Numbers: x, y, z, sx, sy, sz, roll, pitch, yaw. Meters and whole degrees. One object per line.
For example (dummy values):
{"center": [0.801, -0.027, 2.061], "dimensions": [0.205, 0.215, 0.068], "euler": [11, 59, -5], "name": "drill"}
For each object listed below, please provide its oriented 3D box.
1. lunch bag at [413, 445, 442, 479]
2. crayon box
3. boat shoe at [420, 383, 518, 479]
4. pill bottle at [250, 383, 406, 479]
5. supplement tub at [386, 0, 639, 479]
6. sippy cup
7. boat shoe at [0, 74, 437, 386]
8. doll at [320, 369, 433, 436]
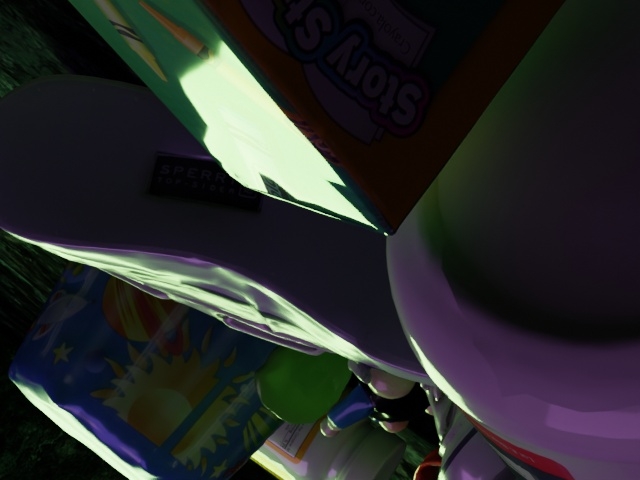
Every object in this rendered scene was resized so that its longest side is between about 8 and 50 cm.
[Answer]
{"center": [0.174, 0.253, 1.150], "dimensions": [0.258, 0.120, 0.293], "euler": [46, 144, 4], "name": "lunch bag"}
{"center": [-0.027, -0.151, 0.394], "dimensions": [0.081, 0.165, 0.278], "euler": [20, 158, 48], "name": "crayon box"}
{"center": [0.102, 0.086, 0.880], "dimensions": [0.088, 0.096, 0.267], "euler": [43, -162, 10], "name": "boat shoe"}
{"center": [-0.024, 0.178, 1.523], "dimensions": [0.208, 0.117, 0.117], "euler": [33, 165, 16], "name": "pill bottle"}
{"center": [0.159, 0.044, 0.517], "dimensions": [0.191, 0.191, 0.272], "euler": [22, 159, 45], "name": "supplement tub"}
{"center": [-0.091, 0.058, 1.088], "dimensions": [0.240, 0.224, 0.305], "euler": [35, 165, 6], "name": "sippy cup"}
{"center": [-0.004, 0.008, 0.845], "dimensions": [0.367, 0.135, 0.156], "euler": [11, 169, 19], "name": "boat shoe"}
{"center": [0.058, 0.114, 1.155], "dimensions": [0.189, 0.129, 0.046], "euler": [66, -179, -76], "name": "doll"}
